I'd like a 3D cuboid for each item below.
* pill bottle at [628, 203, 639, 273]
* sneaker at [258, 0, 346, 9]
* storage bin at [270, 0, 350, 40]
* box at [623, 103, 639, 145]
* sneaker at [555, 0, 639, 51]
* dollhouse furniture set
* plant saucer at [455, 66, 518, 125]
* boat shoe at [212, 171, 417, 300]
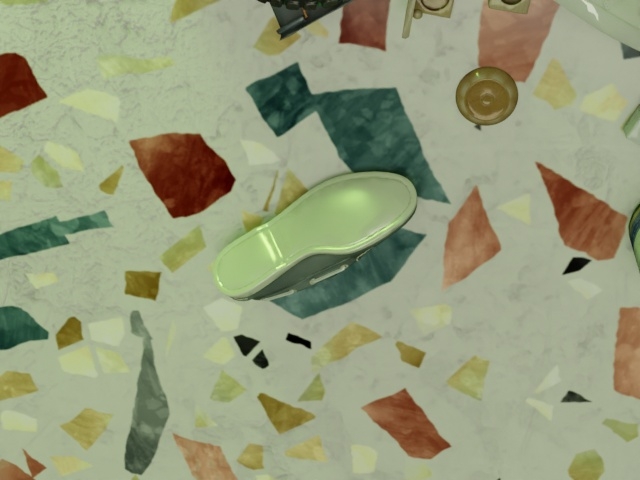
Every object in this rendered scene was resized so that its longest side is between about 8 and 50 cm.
[{"bbox_3d":[0.475,0.028,1.296,0.123,0.219,0.123,4,118,7],"label":"pill bottle"},{"bbox_3d":[-0.076,-0.375,1.184,0.343,0.146,0.134,12,154,15],"label":"sneaker"},{"bbox_3d":[-0.012,-0.325,1.263,0.135,0.098,0.091,-26,101,20],"label":"storage bin"},{"bbox_3d":[0.504,-0.181,1.286,0.145,0.038,0.186,27,119,-6],"label":"box"},{"bbox_3d":[0.341,-0.341,1.158,0.292,0.108,0.169,25,116,-23],"label":"sneaker"},{"bbox_3d":[0.187,-0.319,1.212,0.151,0.123,0.144,11,119,3],"label":"dollhouse furniture set"},{"bbox_3d":[0.222,-0.190,1.336,0.083,0.015,0.083,4,118,7],"label":"plant saucer"},{"bbox_3d":[0.000,0.000,1.444,0.319,0.116,0.099,-26,154,13],"label":"boat shoe"}]
